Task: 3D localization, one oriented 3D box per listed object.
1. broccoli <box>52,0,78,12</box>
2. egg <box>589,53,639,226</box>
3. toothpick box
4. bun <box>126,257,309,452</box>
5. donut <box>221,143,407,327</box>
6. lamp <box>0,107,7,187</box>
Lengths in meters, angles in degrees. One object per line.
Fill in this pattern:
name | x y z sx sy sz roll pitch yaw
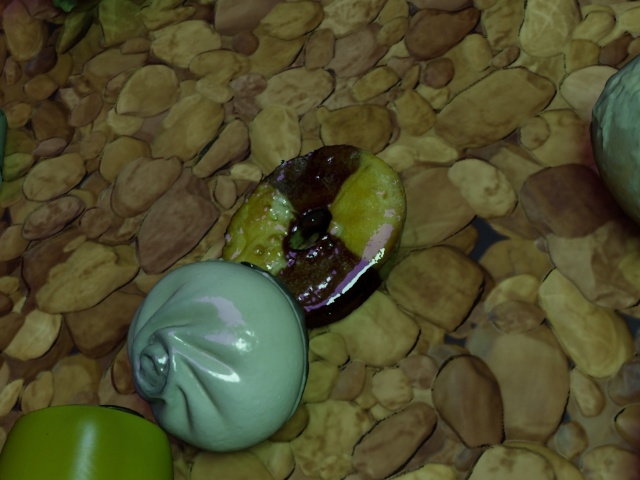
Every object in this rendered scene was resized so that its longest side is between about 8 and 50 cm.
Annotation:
broccoli | -0.260 -0.425 1.255 0.324 0.272 0.334 -34 7 27
egg | 0.335 -0.077 0.904 0.245 0.203 0.203 21 69 40
toothpick box | -0.203 0.271 0.904 0.175 0.175 0.271 -9 55 15
bun | -0.102 0.103 0.964 0.172 0.120 0.173 4 97 39
donut | 0.000 0.000 1.050 0.166 0.073 0.184 26 73 29
lamp | -0.411 -0.066 1.202 0.121 0.121 0.215 -4 46 17
